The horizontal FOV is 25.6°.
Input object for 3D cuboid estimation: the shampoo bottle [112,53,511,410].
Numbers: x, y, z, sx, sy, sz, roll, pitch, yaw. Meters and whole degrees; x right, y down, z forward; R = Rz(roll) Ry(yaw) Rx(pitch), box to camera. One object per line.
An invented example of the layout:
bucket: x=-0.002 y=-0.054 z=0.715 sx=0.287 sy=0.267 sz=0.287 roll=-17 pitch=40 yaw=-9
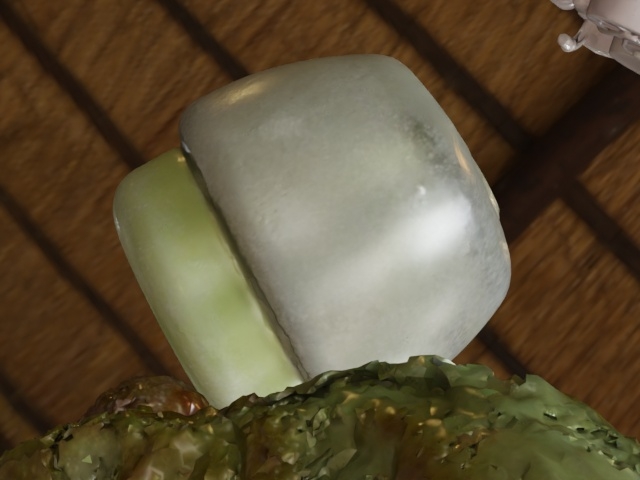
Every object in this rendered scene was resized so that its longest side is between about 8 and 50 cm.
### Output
shampoo bottle: x=0.000 y=0.000 z=1.264 sx=0.322 sy=0.317 sz=0.322 roll=155 pitch=-90 yaw=-89

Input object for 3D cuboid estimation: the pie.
pie: x=-0.011 y=0.243 z=0.596 sx=0.418 sy=0.180 sz=0.395 roll=-1 pitch=-95 yaw=50

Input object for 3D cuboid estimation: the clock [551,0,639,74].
clock: x=0.145 y=-0.094 z=0.631 sx=0.087 sy=0.129 sz=0.041 roll=30 pitch=-83 yaw=29
